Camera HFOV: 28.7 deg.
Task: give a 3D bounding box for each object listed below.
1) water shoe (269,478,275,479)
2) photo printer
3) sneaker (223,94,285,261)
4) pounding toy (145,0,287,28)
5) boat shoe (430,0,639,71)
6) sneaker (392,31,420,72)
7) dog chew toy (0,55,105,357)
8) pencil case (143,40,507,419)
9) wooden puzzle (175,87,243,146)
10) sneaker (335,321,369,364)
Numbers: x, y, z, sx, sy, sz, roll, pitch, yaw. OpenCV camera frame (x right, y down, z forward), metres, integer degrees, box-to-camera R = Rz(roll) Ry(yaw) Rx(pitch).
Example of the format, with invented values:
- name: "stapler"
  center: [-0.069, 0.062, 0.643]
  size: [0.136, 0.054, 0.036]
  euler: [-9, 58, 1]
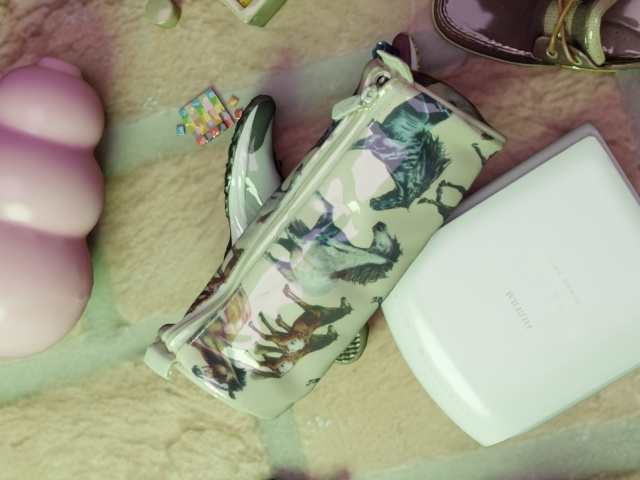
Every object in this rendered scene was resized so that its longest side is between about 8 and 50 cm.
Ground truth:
- name: "water shoe"
  center: [-0.067, 0.320, 1.463]
  size: [0.203, 0.073, 0.080]
  euler: [-4, 73, 6]
- name: "photo printer"
  center: [0.227, 0.058, 1.354]
  size: [0.307, 0.107, 0.256]
  euler: [-32, 90, 11]
- name: "sneaker"
  center: [-0.057, -0.028, 1.410]
  size: [0.108, 0.100, 0.272]
  euler: [-1, 100, -3]
- name: "pounding toy"
  center: [-0.123, -0.315, 1.383]
  size: [0.181, 0.094, 0.206]
  euler: [44, 101, 3]
- name: "boat shoe"
  center: [0.282, -0.233, 1.305]
  size: [0.341, 0.123, 0.123]
  euler: [12, 98, 8]
- name: "sneaker"
  center: [0.066, -0.138, 1.381]
  size: [0.083, 0.069, 0.186]
  euler: [4, 96, 4]
- name: "dog chew toy"
  center: [-0.336, -0.042, 1.403]
  size: [0.206, 0.206, 0.332]
  euler: [16, 91, 8]
- name: "pencil case"
  center: [0.000, 0.000, 1.283]
  size: [0.183, 0.160, 0.410]
  euler: [33, 99, -35]
- name: "wooden puzzle"
  center: [-0.131, -0.142, 1.447]
  size: [0.083, 0.006, 0.049]
  euler: [-34, 90, 12]
- name: "sneaker"
  center: [0.023, 0.043, 1.407]
  size: [0.066, 0.071, 0.189]
  euler: [2, 93, 7]
